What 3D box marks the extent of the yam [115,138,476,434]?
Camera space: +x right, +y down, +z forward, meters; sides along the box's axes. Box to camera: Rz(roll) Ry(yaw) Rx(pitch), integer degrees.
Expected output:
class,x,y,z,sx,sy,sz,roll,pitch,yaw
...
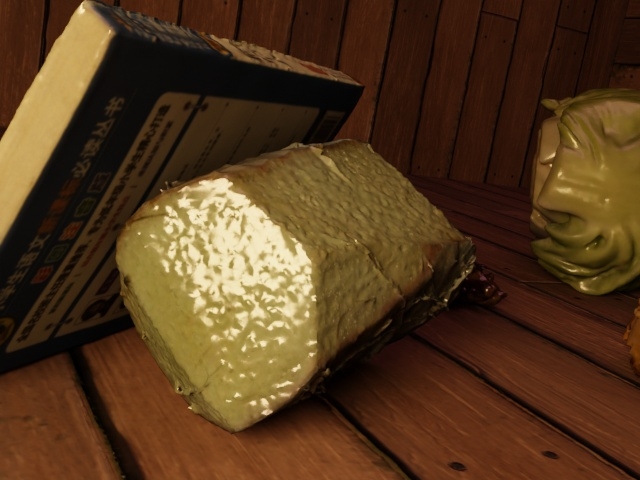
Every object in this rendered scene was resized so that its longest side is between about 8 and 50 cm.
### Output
class,x,y,z,sx,sy,sz,roll,pitch,yaw
yam,-0.022,0.033,0.609,0.202,0.201,0.271,45,21,13

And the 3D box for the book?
class,x,y,z,sx,sy,sz,roll,pitch,yaw
book,-0.122,-0.033,0.634,0.039,0.300,0.428,41,19,13

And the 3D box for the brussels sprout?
class,x,y,z,sx,sy,sz,roll,pitch,yaw
brussels sprout,0.553,-0.086,1.296,0.361,0.342,0.425,5,21,15

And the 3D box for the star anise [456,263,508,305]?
class,x,y,z,sx,sy,sz,roll,pitch,yaw
star anise,0.163,0.042,1.002,0.177,0.073,0.234,23,-1,20

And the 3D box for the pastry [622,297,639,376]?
class,x,y,z,sx,sy,sz,roll,pitch,yaw
pastry,0.494,0.104,0.790,0.311,0.162,0.255,14,14,27
